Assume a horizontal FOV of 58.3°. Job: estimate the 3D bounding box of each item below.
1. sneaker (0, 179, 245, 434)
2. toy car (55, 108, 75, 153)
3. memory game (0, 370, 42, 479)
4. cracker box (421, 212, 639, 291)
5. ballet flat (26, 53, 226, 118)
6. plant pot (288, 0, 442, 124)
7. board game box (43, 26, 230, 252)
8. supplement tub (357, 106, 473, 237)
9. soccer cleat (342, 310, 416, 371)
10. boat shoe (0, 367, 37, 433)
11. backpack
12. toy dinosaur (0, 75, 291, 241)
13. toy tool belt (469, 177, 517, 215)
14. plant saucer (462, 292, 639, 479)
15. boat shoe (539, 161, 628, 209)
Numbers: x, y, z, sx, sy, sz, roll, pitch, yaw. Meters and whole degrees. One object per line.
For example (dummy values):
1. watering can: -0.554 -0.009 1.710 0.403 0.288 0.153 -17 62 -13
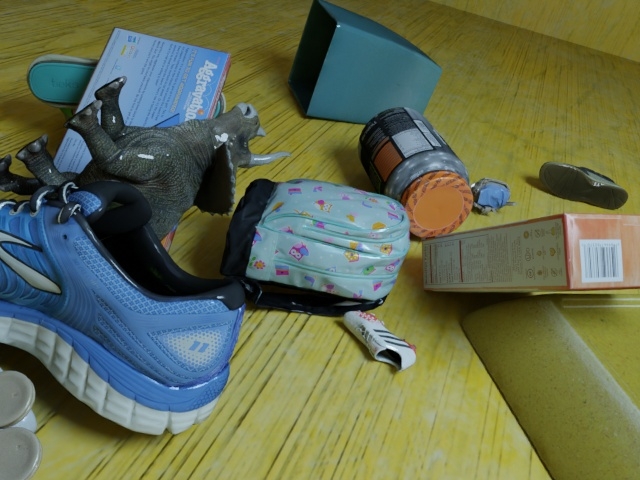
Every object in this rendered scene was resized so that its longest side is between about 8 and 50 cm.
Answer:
1. sneaker: -0.202 0.003 0.435 0.330 0.147 0.130 27 13 -2
2. toy car: -0.277 -0.146 0.769 0.225 0.053 0.239 34 38 28
3. memory game: -0.258 0.137 0.335 0.186 0.012 0.186 2 56 -2
4. cracker box: 0.227 0.019 0.582 0.156 0.067 0.232 0 -4 -19
5. ballet flat: -0.242 -0.196 0.742 0.249 0.086 0.086 10 34 -4
6. plant pot: 0.087 -0.312 1.057 0.234 0.165 0.165 8 33 -23
7. board game box: -0.205 -0.113 0.642 0.145 0.027 0.281 12 65 -1
8. supplement tub: 0.127 -0.093 0.781 0.117 0.117 0.190 3 36 -16
9. soccer cleat: 0.054 0.097 0.555 0.083 0.029 0.036 33 33 19
10. boat shoe: -0.273 0.086 0.422 0.184 0.066 0.063 34 28 28
11. backpack: 0.000 0.000 0.598 0.182 0.115 0.152 13 33 -1
12. toy dinosaur: -0.189 -0.038 0.520 0.314 0.160 0.121 -35 28 2
13. toy tool belt: 0.241 -0.063 0.838 0.083 0.052 0.051 0 28 -19
14. plant saucer: 0.351 0.155 0.534 0.333 0.080 0.332 1 36 -17
15. boat shoe: 0.432 -0.095 0.958 0.152 0.056 0.049 22 28 -5
